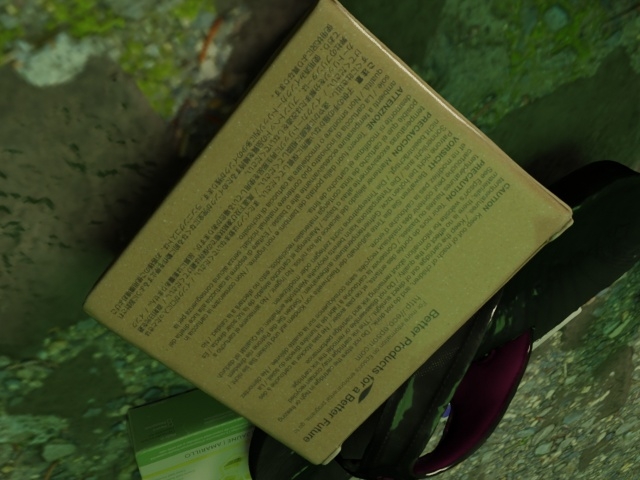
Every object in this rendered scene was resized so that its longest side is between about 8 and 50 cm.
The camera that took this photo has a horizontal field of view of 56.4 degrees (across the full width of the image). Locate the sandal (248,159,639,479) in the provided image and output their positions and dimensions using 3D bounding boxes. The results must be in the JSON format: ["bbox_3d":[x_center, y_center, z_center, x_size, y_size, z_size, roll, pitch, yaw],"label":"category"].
[{"bbox_3d":[0.122,0.099,0.512,0.446,0.107,0.167,-39,131,2],"label":"sandal"}]

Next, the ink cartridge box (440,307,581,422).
[{"bbox_3d":[0.155,0.076,0.613,0.206,0.045,0.208,-39,132,4],"label":"ink cartridge box"}]

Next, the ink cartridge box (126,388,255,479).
[{"bbox_3d":[-0.088,0.235,0.604,0.171,0.056,0.235,-14,129,-20],"label":"ink cartridge box"}]

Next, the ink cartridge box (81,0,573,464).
[{"bbox_3d":[0.000,0.000,0.386,0.193,0.088,0.234,38,104,-15],"label":"ink cartridge box"}]
